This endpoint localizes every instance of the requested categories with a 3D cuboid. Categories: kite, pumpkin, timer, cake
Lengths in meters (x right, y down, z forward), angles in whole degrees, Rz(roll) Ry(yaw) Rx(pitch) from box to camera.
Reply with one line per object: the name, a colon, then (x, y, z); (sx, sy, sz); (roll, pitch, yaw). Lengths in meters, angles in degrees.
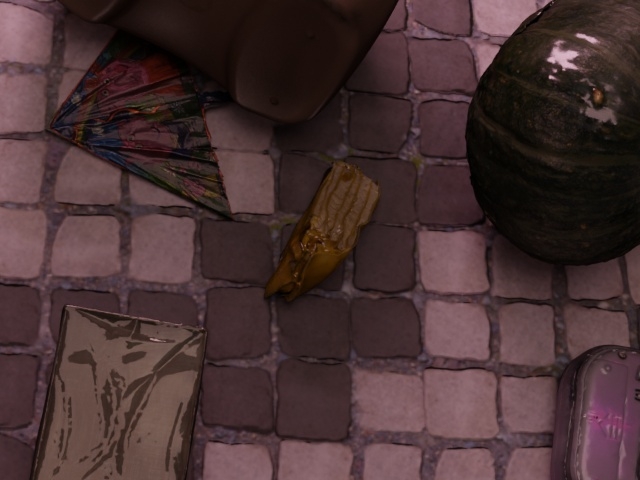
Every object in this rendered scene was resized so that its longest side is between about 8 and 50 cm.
kite: (-0.201, -0.155, 1.629); (0.233, 0.016, 0.321); (-13, 73, -14)
pumpkin: (0.315, -0.133, 1.580); (0.327, 0.292, 0.257); (-26, 42, -32)
timer: (0.352, 0.221, 1.573); (0.190, 0.069, 0.209); (12, 67, -10)
cake: (0.004, 0.002, 1.600); (0.079, 0.116, 0.185); (25, 36, -6)

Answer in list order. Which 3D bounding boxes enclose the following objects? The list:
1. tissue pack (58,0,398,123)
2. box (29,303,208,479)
tissue pack: (-0.095, -0.336, 1.574); (0.387, 0.267, 0.277); (29, 50, -3)
box: (-0.202, 0.203, 1.422); (0.155, 0.149, 0.231); (11, 69, -6)
